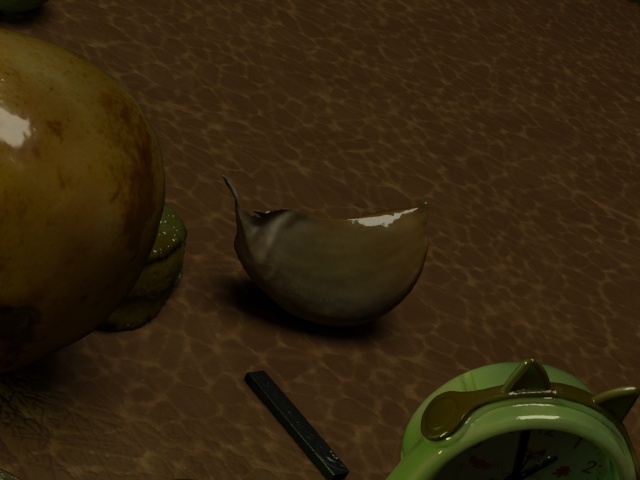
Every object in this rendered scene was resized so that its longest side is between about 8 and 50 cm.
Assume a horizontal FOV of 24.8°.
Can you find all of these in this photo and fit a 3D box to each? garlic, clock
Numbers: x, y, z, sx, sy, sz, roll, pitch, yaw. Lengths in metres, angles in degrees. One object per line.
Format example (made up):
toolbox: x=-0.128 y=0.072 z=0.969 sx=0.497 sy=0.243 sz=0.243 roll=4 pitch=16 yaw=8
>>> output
garlic: x=-0.014 y=0.012 z=2.053 sx=0.339 sy=0.196 sz=0.151 roll=7 pitch=20 yaw=-26
clock: x=0.218 y=0.266 z=1.679 sx=0.286 sy=0.348 sz=0.117 roll=17 pitch=32 yaw=-18

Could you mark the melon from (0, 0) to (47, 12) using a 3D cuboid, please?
melon: x=-0.503 y=-0.451 z=2.426 sx=0.139 sy=0.139 sz=0.192 roll=36 pitch=34 yaw=14

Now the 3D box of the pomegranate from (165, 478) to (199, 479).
pomegranate: x=-0.143 y=0.357 z=1.310 sx=0.307 sy=0.307 sz=0.307 roll=20 pitch=31 yaw=-12

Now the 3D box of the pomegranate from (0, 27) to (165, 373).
pomegranate: x=-0.384 y=-0.051 z=1.652 sx=0.417 sy=0.416 sz=0.416 roll=20 pitch=31 yaw=-12

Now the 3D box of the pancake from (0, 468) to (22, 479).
pancake: x=-0.356 y=0.293 z=1.512 sx=0.158 sy=0.028 sz=0.158 roll=21 pitch=33 yaw=-14

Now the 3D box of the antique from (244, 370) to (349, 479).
antique: x=-0.031 y=0.235 z=1.863 sx=0.031 sy=0.015 sz=0.192 roll=-8 pitch=45 yaw=-45

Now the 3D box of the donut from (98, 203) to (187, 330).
donut: x=-0.293 y=-0.004 z=1.941 sx=0.272 sy=0.107 sz=0.272 roll=21 pitch=29 yaw=-12
